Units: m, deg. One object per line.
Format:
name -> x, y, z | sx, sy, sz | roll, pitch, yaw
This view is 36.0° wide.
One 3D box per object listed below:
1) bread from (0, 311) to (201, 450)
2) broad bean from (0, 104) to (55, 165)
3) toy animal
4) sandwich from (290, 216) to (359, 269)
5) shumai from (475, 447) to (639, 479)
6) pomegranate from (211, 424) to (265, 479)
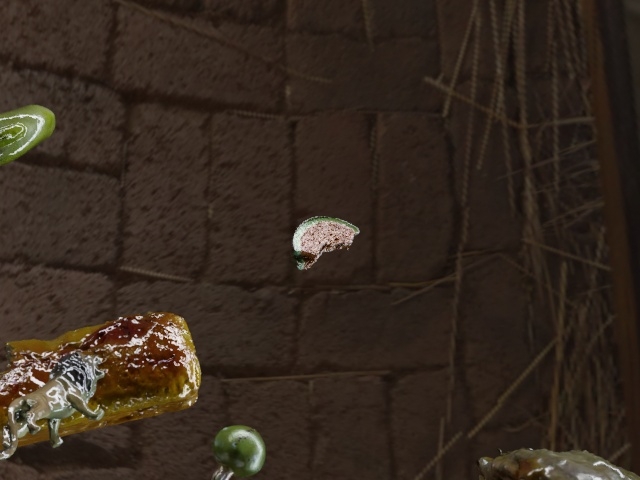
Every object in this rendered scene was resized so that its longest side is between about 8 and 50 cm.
bread -> -0.389, 0.216, 1.582 | 0.381, 0.109, 0.185 | -10, 54, -20
broad bean -> -0.509, -0.178, 1.617 | 0.082, 0.125, 0.174 | 65, 34, -18
toy animal -> -0.313, 0.204, 1.145 | 0.069, 0.220, 0.086 | -41, 94, 21
sandwich -> 0.000, -0.002, 1.480 | 0.135, 0.029, 0.067 | -20, 64, -41
shumai -> 0.297, 0.283, 0.870 | 0.283, 0.346, 0.216 | -5, 78, -4
pomegranate -> -0.109, 0.287, 1.296 | 0.073, 0.073, 0.084 | 17, 81, -18
